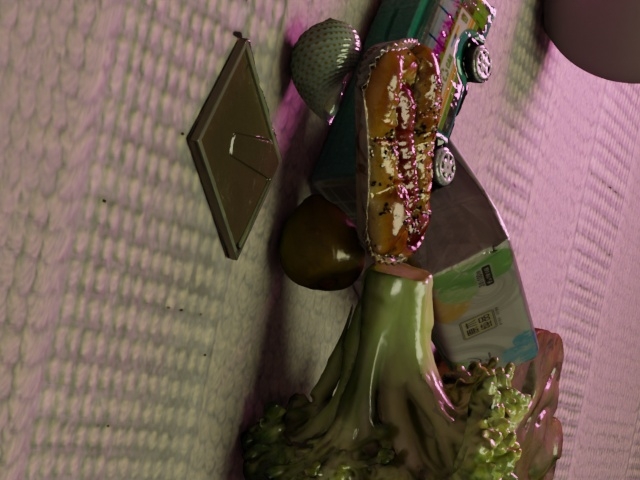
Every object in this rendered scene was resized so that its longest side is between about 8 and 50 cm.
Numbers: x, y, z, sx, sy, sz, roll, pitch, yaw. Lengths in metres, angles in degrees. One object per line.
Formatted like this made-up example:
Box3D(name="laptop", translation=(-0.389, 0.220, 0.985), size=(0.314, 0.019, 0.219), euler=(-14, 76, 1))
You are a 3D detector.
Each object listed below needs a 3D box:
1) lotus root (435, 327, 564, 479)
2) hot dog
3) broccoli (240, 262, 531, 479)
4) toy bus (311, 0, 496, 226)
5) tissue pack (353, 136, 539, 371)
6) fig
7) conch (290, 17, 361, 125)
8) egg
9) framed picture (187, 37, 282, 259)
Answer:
Box3D(name="lotus root", translation=(0.183, 0.277, 2.250), size=(0.375, 0.111, 0.390), euler=(-56, 152, -38))
Box3D(name="hot dog", translation=(0.064, -0.076, 1.619), size=(0.108, 0.059, 0.191), euler=(-25, 120, -54))
Box3D(name="broccoli", translation=(0.056, 0.141, 1.647), size=(0.263, 0.247, 0.243), euler=(-142, -129, -71))
Box3D(name="toy bus", translation=(0.080, -0.130, 1.760), size=(0.109, 0.091, 0.262), euler=(46, 52, -39))
Box3D(name="tissue pack", translation=(0.105, 0.029, 1.863), size=(0.159, 0.145, 0.229), euler=(62, -3, 33))
Box3D(name="fig", translation=(0.000, 0.000, 1.655), size=(0.074, 0.074, 0.088), euler=(59, 18, -61))
Box3D(name="conch", translation=(0.002, -0.142, 1.605), size=(0.076, 0.056, 0.085), euler=(77, 34, -74))
Box3D(name="egg", translation=(0.387, -0.276, 2.321), size=(0.176, 0.231, 0.176), euler=(-29, 123, -60))
Box3D(name="framed picture", translation=(-0.065, -0.071, 1.527), size=(0.149, 0.011, 0.109), euler=(76, 32, -50))
